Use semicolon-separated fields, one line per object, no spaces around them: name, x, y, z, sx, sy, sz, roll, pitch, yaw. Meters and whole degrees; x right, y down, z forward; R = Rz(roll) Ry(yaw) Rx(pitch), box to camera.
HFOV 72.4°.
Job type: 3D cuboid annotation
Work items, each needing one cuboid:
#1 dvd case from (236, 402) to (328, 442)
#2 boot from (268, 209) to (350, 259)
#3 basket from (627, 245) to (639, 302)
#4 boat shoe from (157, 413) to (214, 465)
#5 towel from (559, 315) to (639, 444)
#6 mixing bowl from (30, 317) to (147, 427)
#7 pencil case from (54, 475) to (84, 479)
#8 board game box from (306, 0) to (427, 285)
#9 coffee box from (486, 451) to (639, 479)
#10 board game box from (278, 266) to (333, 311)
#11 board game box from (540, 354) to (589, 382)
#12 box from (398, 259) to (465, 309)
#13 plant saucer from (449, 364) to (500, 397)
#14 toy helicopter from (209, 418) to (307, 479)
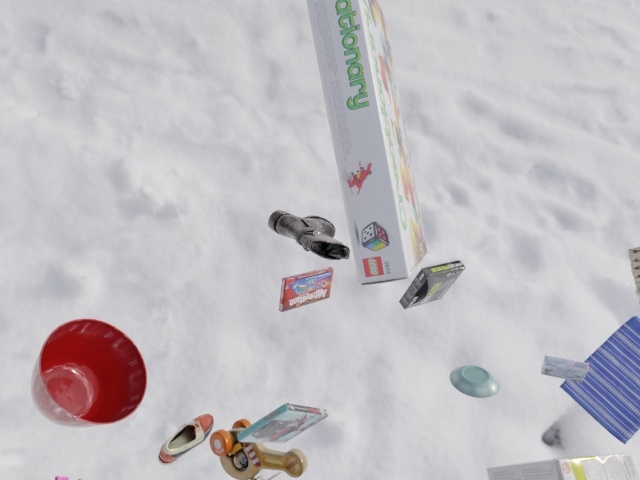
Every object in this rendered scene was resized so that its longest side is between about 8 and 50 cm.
dvd case;-0.051;0.265;0.630;0.087;0.119;0.013;-35;56;10
boot;0.000;0.000;1.200;0.229;0.263;0.091;30;106;44
basket;0.653;0.062;0.823;0.114;0.167;0.103;-15;74;35
boat shoe;-0.252;0.373;0.840;0.049;0.137;0.043;34;115;18
towel;0.968;0.432;1.369;0.336;0.040;0.243;-46;74;3
mixing bowl;-0.390;0.229;0.713;0.098;0.181;0.181;-35;76;19
pencil case;-0.238;0.351;0.534;0.237;0.104;0.104;-2;70;13
board game box;0.059;-0.119;0.478;0.053;0.193;0.304;-10;93;19
coffee box;0.815;0.892;1.415;0.335;0.337;0.337;5;59;-21
board game box;-0.056;0.203;1.845;0.027;0.144;0.282;23;23;40
board game box;0.576;0.304;1.036;0.090;0.090;0.020;6;59;24
box;0.390;0.155;1.534;0.184;0.190;0.045;-10;52;-33
plant saucer;0.624;0.554;1.767;0.195;0.195;0.037;-4;112;-7
toy helicopter;-0.197;0.737;1.444;0.356;0.140;0.234;-9;84;31
